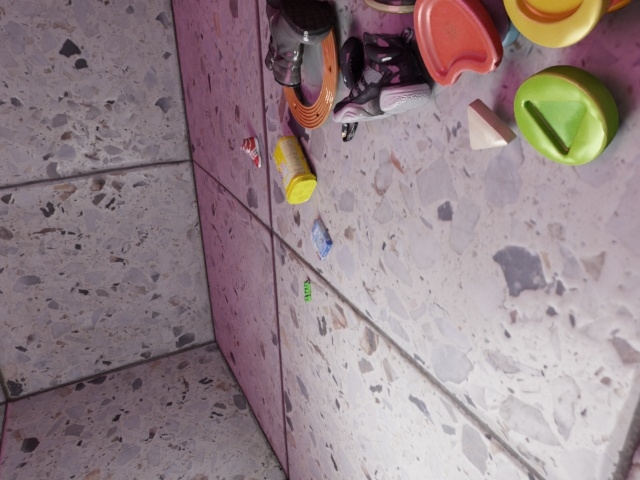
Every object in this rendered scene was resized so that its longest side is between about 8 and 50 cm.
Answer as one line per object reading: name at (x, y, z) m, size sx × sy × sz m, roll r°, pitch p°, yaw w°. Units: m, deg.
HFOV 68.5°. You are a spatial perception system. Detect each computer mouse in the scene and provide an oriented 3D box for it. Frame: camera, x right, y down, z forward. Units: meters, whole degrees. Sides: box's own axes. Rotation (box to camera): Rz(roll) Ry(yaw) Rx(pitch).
computer mouse at (0.061, -0.342, 1.088) m, size 0.071 × 0.041 × 0.242 m, roll 45°, pitch 141°, yaw 49°

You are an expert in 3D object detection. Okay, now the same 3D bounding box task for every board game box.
board game box at (0.000, 0.000, 1.408) m, size 0.090 × 0.020 × 0.090 m, roll 66°, pitch 154°, yaw 26°

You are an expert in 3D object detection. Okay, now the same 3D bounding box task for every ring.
ring at (-0.030, -0.466, 1.239) m, size 0.336 × 0.032 × 0.336 m, roll 38°, pitch 134°, yaw 54°

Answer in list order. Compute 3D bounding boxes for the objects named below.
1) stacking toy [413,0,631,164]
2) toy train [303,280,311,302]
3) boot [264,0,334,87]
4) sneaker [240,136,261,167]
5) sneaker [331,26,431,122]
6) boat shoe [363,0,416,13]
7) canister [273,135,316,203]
stacking toy at (0.286, -0.258, 0.624) m, size 0.279 × 0.130 × 0.309 m, roll 59°, pitch 167°, yaw -25°
toy train at (-0.044, 0.171, 1.580) m, size 0.017 × 0.024 × 0.083 m, roll 28°, pitch 127°, yaw 49°
boot at (-0.059, -0.476, 1.152) m, size 0.338 × 0.118 × 0.222 m, roll -112°, pitch 21°, yaw -47°
sneaker at (-0.262, -0.327, 1.762) m, size 0.042 × 0.067 × 0.118 m, roll -2°, pitch 99°, yaw 66°
sneaker at (0.107, -0.323, 0.933) m, size 0.269 × 0.101 × 0.153 m, roll 5°, pitch 105°, yaw 59°
boat shoe at (0.113, -0.478, 0.864) m, size 0.223 × 0.080 × 0.073 m, roll -121°, pitch 25°, yaw -44°
canister at (-0.081, -0.215, 1.420) m, size 0.169 × 0.073 × 0.126 m, roll 69°, pitch 154°, yaw 22°
